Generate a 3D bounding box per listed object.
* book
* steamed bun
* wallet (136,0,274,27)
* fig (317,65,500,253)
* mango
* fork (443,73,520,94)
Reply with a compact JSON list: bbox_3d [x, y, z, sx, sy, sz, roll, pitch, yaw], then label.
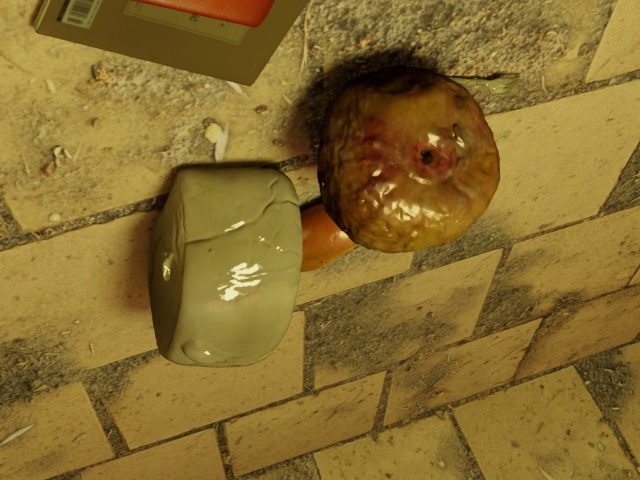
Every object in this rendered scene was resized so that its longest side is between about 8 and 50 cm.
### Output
[{"bbox_3d":[-0.160,-0.300,0.977,0.310,0.021,0.217,6,138,-40],"label":"book"},{"bbox_3d":[-0.153,0.075,1.328,0.247,0.236,0.384,1,137,-23],"label":"steamed bun"},{"bbox_3d":[-0.133,-0.316,0.906,0.204,0.045,0.142,3,142,-35],"label":"wallet"},{"bbox_3d":[0.102,-0.104,1.278,0.286,0.286,0.368,-12,173,-19],"label":"fig"},{"bbox_3d":[-0.003,-0.006,1.464,0.217,0.102,0.141,-28,173,20],"label":"mango"},{"bbox_3d":[0.241,-0.256,1.305,0.219,0.028,0.034,-6,148,-28],"label":"fork"}]
